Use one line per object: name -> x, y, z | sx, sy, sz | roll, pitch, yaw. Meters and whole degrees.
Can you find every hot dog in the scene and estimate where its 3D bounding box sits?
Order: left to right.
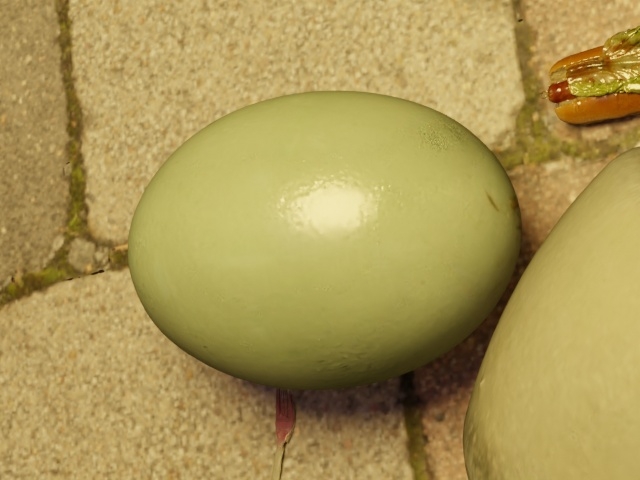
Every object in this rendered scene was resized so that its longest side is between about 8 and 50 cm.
hot dog -> 0.212, -0.115, 1.062 | 0.133, 0.041, 0.056 | -11, 76, 25

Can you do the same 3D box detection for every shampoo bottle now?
shampoo bottle -> 0.249, 0.094, 0.848 | 0.317, 0.322, 0.322 | -48, 63, 21

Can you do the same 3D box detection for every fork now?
fork -> -0.032, 0.167, 1.158 | 0.016, 0.012, 0.115 | 5, 88, 32

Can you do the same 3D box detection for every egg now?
egg -> 0.000, 0.000, 1.060 | 0.282, 0.203, 0.203 | -11, 76, 27
